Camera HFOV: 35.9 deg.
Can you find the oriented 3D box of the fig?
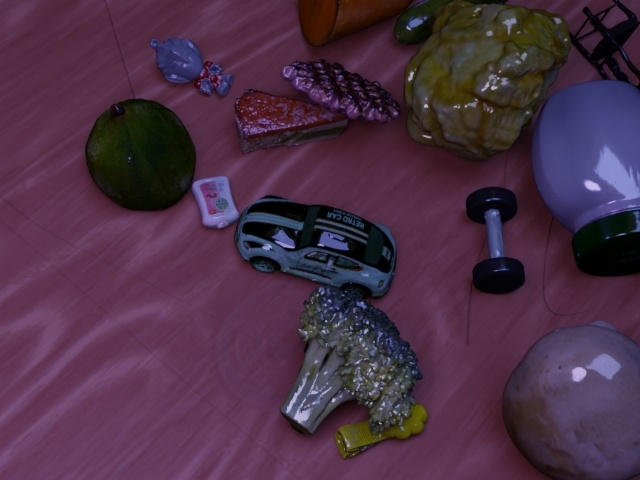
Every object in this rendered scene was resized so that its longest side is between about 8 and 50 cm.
[{"bbox_3d":[-0.318,-0.180,1.757,0.203,0.235,0.203,4,60,-7],"label":"fig"}]

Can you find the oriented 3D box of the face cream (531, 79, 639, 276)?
[{"bbox_3d":[0.577,-0.130,1.958,0.313,0.219,0.356,1,63,-13],"label":"face cream"}]

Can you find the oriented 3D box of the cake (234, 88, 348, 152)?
[{"bbox_3d":[-0.069,-0.246,1.937,0.221,0.086,0.116,-15,70,-20],"label":"cake"}]

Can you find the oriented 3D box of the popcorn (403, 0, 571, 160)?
[{"bbox_3d":[0.312,-0.336,1.960,0.292,0.293,0.334,31,57,5],"label":"popcorn"}]

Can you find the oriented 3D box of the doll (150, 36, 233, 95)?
[{"bbox_3d":[-0.258,-0.344,1.955,0.180,0.079,0.094,28,83,-13],"label":"doll"}]

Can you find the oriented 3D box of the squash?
[{"bbox_3d":[0.295,-0.508,2.169,0.332,0.087,0.087,-24,71,-25],"label":"squash"}]

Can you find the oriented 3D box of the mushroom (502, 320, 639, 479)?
[{"bbox_3d":[0.464,0.269,1.734,0.293,0.292,0.290,29,24,2],"label":"mushroom"}]

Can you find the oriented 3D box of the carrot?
[{"bbox_3d":[0.097,-0.557,2.079,0.331,0.193,0.214,-24,98,-24],"label":"carrot"}]

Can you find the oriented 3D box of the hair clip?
[{"bbox_3d":[0.109,0.318,1.705,0.173,0.046,0.072,-14,66,-21],"label":"hair clip"}]

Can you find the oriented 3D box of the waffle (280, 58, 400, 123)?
[{"bbox_3d":[0.045,-0.292,1.947,0.234,0.055,0.221,32,27,22],"label":"waffle"}]

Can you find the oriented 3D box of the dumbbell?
[{"bbox_3d":[0.335,-0.001,1.898,0.100,0.100,0.191,5,61,-11],"label":"dumbbell"}]

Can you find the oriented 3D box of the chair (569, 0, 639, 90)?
[{"bbox_3d":[0.665,-0.424,2.204,0.113,0.106,0.229,-28,74,-23],"label":"chair"}]

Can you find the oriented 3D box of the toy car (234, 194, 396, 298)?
[{"bbox_3d":[0.000,0.000,1.803,0.306,0.125,0.136,18,60,-6],"label":"toy car"}]

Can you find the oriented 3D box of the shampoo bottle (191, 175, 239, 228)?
[{"bbox_3d":[-0.194,-0.067,1.835,0.072,0.043,0.099,-11,66,-17],"label":"shampoo bottle"}]

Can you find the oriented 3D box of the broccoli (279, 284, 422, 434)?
[{"bbox_3d":[0.032,0.220,1.664,0.243,0.247,0.263,-49,115,-13],"label":"broccoli"}]
